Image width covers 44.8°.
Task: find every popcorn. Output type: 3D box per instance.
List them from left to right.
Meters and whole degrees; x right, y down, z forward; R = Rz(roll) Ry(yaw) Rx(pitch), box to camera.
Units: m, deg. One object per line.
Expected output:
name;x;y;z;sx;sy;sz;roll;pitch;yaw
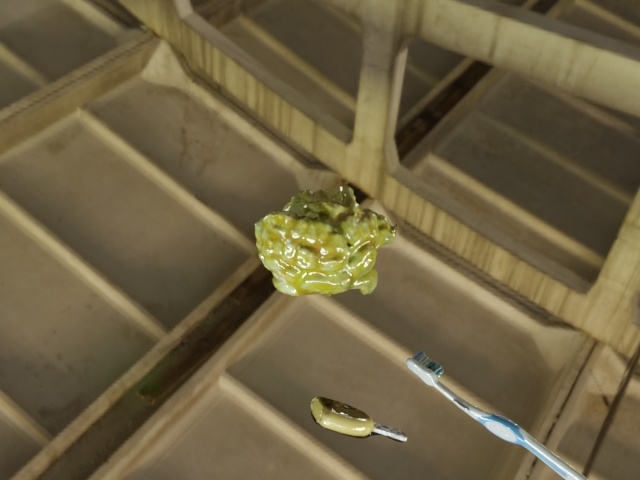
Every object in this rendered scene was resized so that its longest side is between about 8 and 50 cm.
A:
popcorn;0.009;0.000;1.913;0.336;0.279;0.274;-5;-96;14

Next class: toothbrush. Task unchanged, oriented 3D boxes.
toothbrush;0.286;0.294;1.182;0.386;0.040;0.040;36;-129;26

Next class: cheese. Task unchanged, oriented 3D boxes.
cheese;0.065;0.296;1.247;0.163;0.036;0.086;22;-178;-15
